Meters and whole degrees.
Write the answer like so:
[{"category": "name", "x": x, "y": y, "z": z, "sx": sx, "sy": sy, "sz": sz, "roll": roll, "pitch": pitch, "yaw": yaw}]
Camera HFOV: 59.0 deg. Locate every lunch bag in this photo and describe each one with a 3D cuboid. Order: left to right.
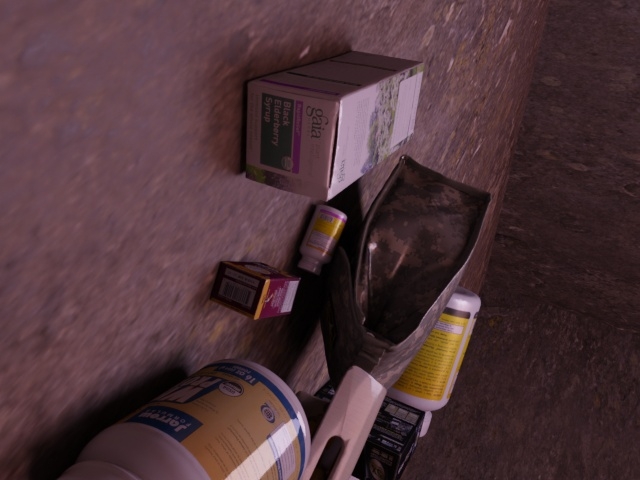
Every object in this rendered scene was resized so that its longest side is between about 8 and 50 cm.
[{"category": "lunch bag", "x": 0.094, "y": 0.071, "z": 0.789, "sx": 0.287, "sy": 0.168, "sz": 0.235, "roll": -60, "pitch": 170, "yaw": -32}]

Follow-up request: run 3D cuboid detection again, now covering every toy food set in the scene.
[{"category": "toy food set", "x": -0.037, "y": 0.275, "z": 0.697, "sx": 0.220, "sy": 0.092, "sz": 0.306, "roll": -62, "pitch": -176, "yaw": -23}]

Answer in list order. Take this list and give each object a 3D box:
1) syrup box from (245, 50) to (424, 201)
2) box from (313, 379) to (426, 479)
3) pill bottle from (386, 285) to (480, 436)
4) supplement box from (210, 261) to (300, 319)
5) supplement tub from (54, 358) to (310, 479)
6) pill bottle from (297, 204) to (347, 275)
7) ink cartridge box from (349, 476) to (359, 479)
[{"category": "syrup box", "x": 0.023, "y": -0.130, "z": 0.587, "sx": 0.237, "sy": 0.096, "sz": 0.093, "roll": -39, "pitch": 141, "yaw": -53}, {"category": "box", "x": 0.068, "y": 0.321, "z": 0.962, "sx": 0.147, "sy": 0.180, "sz": 0.078, "roll": -25, "pitch": 129, "yaw": -63}, {"category": "pill bottle", "x": 0.220, "y": 0.255, "z": 1.269, "sx": 0.188, "sy": 0.187, "sz": 0.334, "roll": 1, "pitch": 108, "yaw": -68}, {"category": "supplement box", "x": -0.064, "y": 0.050, "z": 0.582, "sx": 0.083, "sy": 0.054, "sz": 0.043, "roll": 8, "pitch": 101, "yaw": -69}, {"category": "supplement tub", "x": -0.110, "y": 0.198, "z": 0.471, "sx": 0.199, "sy": 0.144, "sz": 0.145, "roll": -23, "pitch": 129, "yaw": -63}, {"category": "pill bottle", "x": 0.000, "y": 0.000, "z": 0.713, "sx": 0.083, "sy": 0.043, "sz": 0.043, "roll": -68, "pitch": 159, "yaw": -7}, {"category": "ink cartridge box", "x": 0.039, "y": 0.461, "z": 1.119, "sx": 0.104, "sy": 0.060, "sz": 0.180, "roll": 31, "pitch": 64, "yaw": -68}]
